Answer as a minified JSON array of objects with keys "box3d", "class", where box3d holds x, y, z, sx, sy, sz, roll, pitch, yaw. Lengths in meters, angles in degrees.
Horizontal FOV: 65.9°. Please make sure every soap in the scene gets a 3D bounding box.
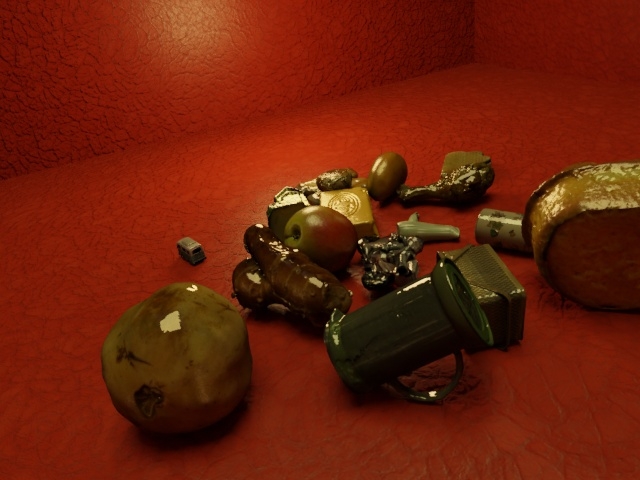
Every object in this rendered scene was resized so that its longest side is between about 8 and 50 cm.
[{"box3d":[0.096,-0.089,1.809,0.205,0.096,0.324,-8,29,3],"class":"soap"}]

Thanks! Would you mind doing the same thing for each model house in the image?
[{"box3d":[-0.117,-0.083,1.761,0.170,0.193,0.211,-15,30,-5],"class":"model house"}]

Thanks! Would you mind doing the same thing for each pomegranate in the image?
[{"box3d":[-0.314,0.262,1.116,0.333,0.332,0.332,-7,29,4],"class":"pomegranate"}]

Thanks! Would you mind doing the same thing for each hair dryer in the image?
[{"box3d":[0.365,-0.057,1.728,0.207,0.075,0.237,0,22,4],"class":"hair dryer"}]

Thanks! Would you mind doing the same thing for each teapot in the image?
[{"box3d":[0.186,0.223,1.070,0.337,0.270,0.200,-30,0,22],"class":"teapot"}]

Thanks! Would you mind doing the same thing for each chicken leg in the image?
[{"box3d":[0.480,-0.192,1.854,0.362,0.140,0.211,-18,8,4],"class":"chicken leg"}]

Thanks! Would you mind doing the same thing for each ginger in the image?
[{"box3d":[-0.098,0.135,1.383,0.419,0.254,0.176,28,8,32],"class":"ginger"}]

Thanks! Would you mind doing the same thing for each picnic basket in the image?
[{"box3d":[0.395,0.137,1.241,0.139,0.165,0.266,-9,29,-1],"class":"picnic basket"}]

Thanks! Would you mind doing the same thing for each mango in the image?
[{"box3d":[0.266,-0.263,1.978,0.140,0.175,0.254,4,25,25],"class":"mango"}]

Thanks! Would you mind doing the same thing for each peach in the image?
[{"box3d":[0.000,0.000,1.540,0.231,0.230,0.231,-7,29,4],"class":"peach"}]

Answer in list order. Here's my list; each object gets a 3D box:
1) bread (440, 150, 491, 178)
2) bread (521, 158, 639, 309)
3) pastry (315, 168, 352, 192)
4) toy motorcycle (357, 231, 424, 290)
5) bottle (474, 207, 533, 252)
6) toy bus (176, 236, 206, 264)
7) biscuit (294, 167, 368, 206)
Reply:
[{"box3d":[0.622,-0.320,2.107,0.208,0.056,0.286,1,30,24],"class":"bread"},{"box3d":[0.706,-0.010,1.219,0.399,0.397,0.215,2,36,19],"class":"bread"},{"box3d":[0.056,-0.241,1.987,0.154,0.081,0.153,-6,30,4],"class":"pastry"},{"box3d":[0.217,0.081,1.436,0.207,0.134,0.401,-13,27,7],"class":"toy motorcycle"},{"box3d":[0.615,-0.025,1.516,0.253,0.120,0.120,13,36,33],"class":"bottle"},{"box3d":[-0.471,0.032,1.783,0.060,0.074,0.123,-29,34,-31],"class":"toy bus"},{"box3d":[0.058,-0.223,2.097,0.291,0.062,0.237,-22,32,-19],"class":"biscuit"}]
